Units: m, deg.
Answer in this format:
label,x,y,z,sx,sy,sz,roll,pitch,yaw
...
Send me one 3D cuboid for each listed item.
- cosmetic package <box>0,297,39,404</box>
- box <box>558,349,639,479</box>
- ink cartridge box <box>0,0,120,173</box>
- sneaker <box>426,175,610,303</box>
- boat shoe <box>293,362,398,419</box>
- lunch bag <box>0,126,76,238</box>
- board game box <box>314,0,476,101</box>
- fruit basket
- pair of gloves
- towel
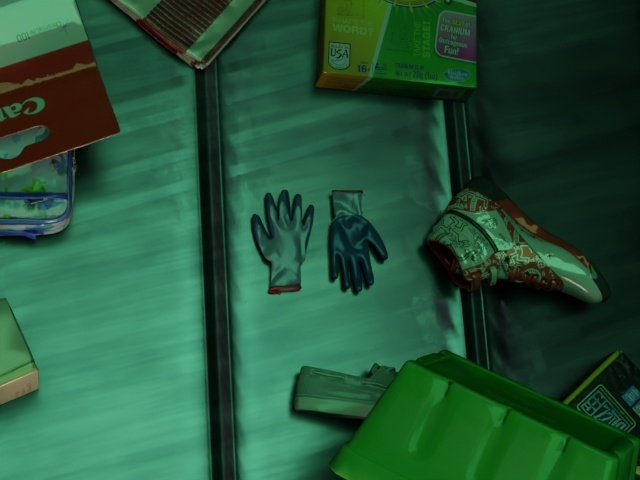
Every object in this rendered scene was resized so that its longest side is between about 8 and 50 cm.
label,x,y,z,sx,sy,sz,roll,pitch,yaw
cosmetic package,-0.532,0.195,1.816,0.309,0.160,0.113,-24,81,-15
box,0.442,0.360,1.999,0.257,0.079,0.322,-39,85,-20
ink cartridge box,-0.477,-0.269,1.919,0.308,0.091,0.385,-19,60,-8
sneaker,0.284,0.041,2.052,0.270,0.090,0.145,40,72,6
boat shoe,0.077,0.212,1.968,0.227,0.079,0.081,5,78,-6
lunch bag,-0.453,-0.092,1.949,0.219,0.090,0.176,1,77,-9
board game box,0.119,-0.381,2.150,0.242,0.064,0.316,4,74,-10
fruit basket,0.204,0.365,1.799,0.392,0.283,0.392,1,92,23
pair of gloves,0.000,0.000,2.044,0.198,0.023,0.159,-2,77,-10
towel,-0.235,-0.437,2.114,0.329,0.037,0.237,39,71,1
